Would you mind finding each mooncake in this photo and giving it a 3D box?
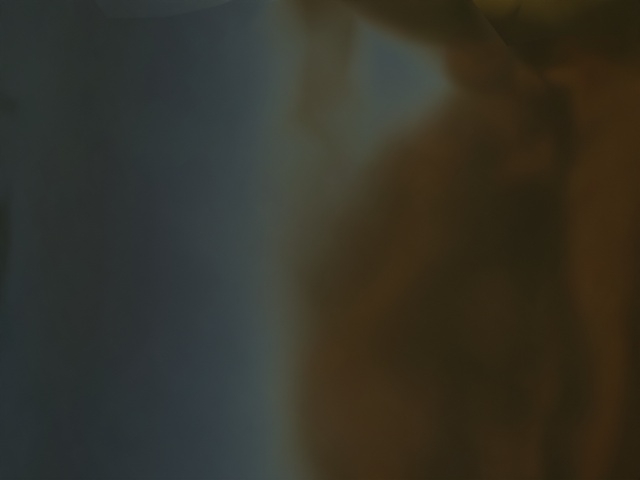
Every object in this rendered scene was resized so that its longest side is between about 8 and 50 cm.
[{"bbox_3d":[0.000,0.000,0.634,0.467,0.467,0.262,-102,19,-74],"label":"mooncake"}]
